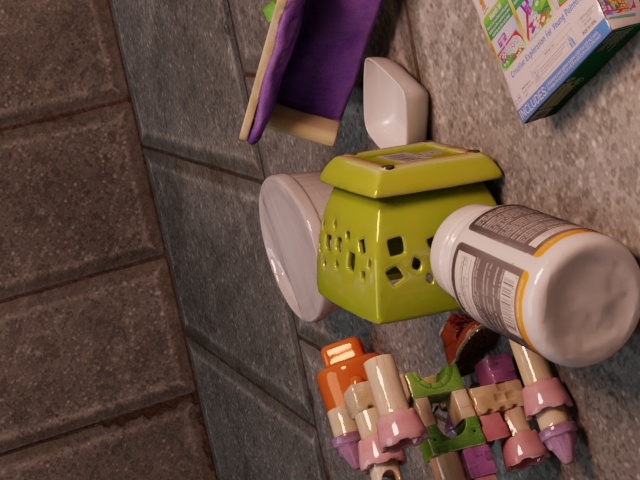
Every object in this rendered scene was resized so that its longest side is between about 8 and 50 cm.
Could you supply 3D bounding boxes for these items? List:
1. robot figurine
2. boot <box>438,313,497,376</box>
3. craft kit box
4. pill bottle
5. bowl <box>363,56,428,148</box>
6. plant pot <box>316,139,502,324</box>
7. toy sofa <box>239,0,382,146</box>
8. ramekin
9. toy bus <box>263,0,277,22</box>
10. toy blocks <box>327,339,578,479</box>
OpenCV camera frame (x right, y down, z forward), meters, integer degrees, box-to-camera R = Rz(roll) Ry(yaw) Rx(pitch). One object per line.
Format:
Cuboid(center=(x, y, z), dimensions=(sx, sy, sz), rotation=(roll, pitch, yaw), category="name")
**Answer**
Cuboid(center=(0.069, 0.284, 2.386), dimensions=(0.158, 0.128, 0.219), rotation=(-33, 73, 56), category="robot figurine")
Cuboid(center=(0.212, 0.139, 1.997), dimensions=(0.158, 0.059, 0.085), rotation=(112, 143, -62), category="boot")
Cuboid(center=(0.254, -0.297, 1.549), dimensions=(0.247, 0.061, 0.250), rotation=(67, 159, 12), category="craft kit box")
Cuboid(center=(0.255, 0.044, 1.650), dimensions=(0.278, 0.162, 0.162), rotation=(-151, 48, -65), category="pill bottle")
Cuboid(center=(0.116, -0.196, 1.999), dimensions=(0.142, 0.053, 0.142), rotation=(50, 149, 48), category="bowl")
Cuboid(center=(0.126, -0.021, 1.868), dimensions=(0.228, 0.227, 0.207), rotation=(-155, 58, -65), category="plant pot")
Cuboid(center=(-0.006, -0.288, 1.979), dimensions=(0.362, 0.150, 0.177), rotation=(111, 173, -51), category="toy sofa")
Cuboid(center=(0.000, 0.000, 2.355), dimensions=(0.273, 0.127, 0.273), rotation=(164, 90, -70), category="ramekin")
Cuboid(center=(-0.031, -0.440, 2.121), dimensions=(0.104, 0.202, 0.191), rotation=(-32, 64, 38), category="toy bus")
Cuboid(center=(0.183, 0.306, 1.856), dimensions=(0.309, 0.288, 0.260), rotation=(122, 135, -60), category="toy blocks")
